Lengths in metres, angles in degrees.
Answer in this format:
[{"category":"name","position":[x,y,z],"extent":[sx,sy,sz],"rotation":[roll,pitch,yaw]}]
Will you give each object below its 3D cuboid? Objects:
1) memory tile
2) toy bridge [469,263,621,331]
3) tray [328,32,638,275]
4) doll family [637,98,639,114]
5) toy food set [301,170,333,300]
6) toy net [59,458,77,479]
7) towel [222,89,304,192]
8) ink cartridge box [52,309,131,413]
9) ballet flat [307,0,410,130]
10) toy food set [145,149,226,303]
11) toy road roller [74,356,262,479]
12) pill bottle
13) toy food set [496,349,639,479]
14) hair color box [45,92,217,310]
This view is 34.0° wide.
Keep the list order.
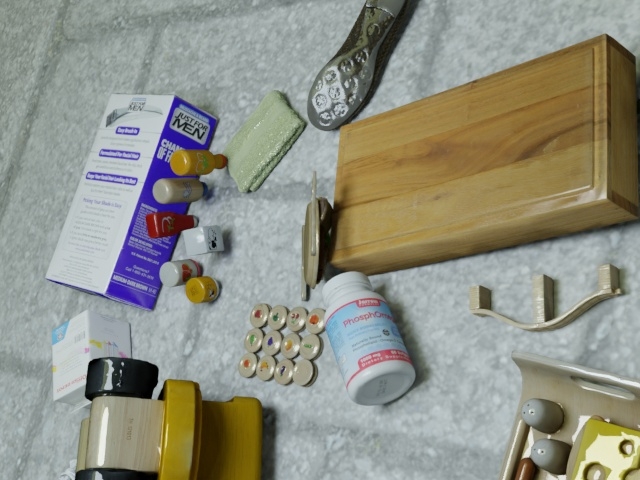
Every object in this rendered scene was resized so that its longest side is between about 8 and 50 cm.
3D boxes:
[{"category":"memory tile","position":[-0.054,0.145,1.461],"extent":[0.148,0.012,0.113],"rotation":[2,73,42]},{"category":"toy bridge","position":[0.257,0.072,1.204],"extent":[0.188,0.026,0.063],"rotation":[-12,66,38]},{"category":"tray","position":[0.184,-0.091,1.284],"extent":[0.411,0.076,0.202],"rotation":[-14,63,42]},{"category":"doll family","position":[0.424,-0.189,1.142],"extent":[0.193,0.076,0.111],"rotation":[-21,54,28]},{"category":"toy food set","position":[0.000,0.000,1.403],"extent":[0.039,0.192,0.132],"rotation":[2,68,-5]},{"category":"toy net","position":[-0.422,0.431,1.639],"extent":[0.232,0.045,0.122],"rotation":[-51,46,12]},{"category":"towel","position":[-0.093,-0.153,1.618],"extent":[0.148,0.027,0.110],"rotation":[-48,48,15]},{"category":"ink cartridge box","position":[-0.361,0.200,1.657],"extent":[0.092,0.090,0.143],"rotation":[-28,56,30]},{"category":"ballet flat","position":[0.059,-0.271,1.521],"extent":[0.084,0.058,0.249],"rotation":[28,98,10]},{"category":"toy food set","position":[-0.192,-0.020,1.616],"extent":[0.111,0.104,0.232],"rotation":[-12,88,34]},{"category":"toy road roller","position":[-0.212,0.297,1.440],"extent":[0.329,0.241,0.202],"rotation":[122,152,-65]},{"category":"pill bottle","position":[0.055,0.121,1.320],"extent":[0.087,0.087,0.160],"rotation":[-39,51,23]},{"category":"toy food set","position":[0.248,0.280,1.071],"extent":[0.220,0.092,0.306],"rotation":[10,79,44]},{"category":"hair color box","position":[-0.312,-0.069,1.723],"extent":[0.185,0.110,0.338],"rotation":[10,80,45]}]
